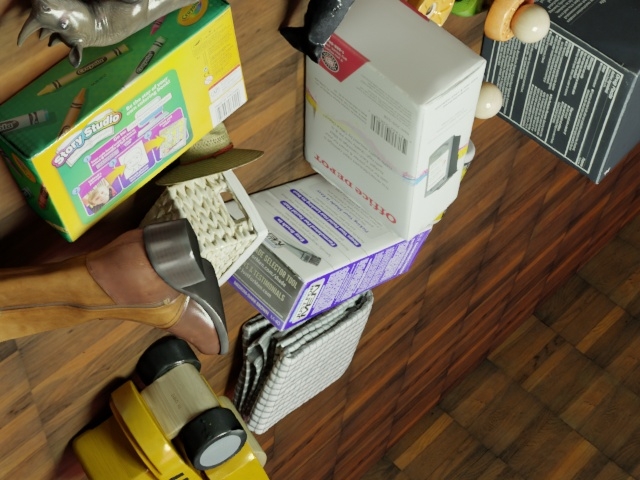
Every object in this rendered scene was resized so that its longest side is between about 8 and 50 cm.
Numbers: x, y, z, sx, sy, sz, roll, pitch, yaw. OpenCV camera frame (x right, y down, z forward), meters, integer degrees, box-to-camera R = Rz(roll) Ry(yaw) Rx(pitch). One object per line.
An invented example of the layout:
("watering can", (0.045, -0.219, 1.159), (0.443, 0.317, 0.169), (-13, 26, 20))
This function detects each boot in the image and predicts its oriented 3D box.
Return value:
("boot", (-0.261, 0.092, 1.255), (0.280, 0.096, 0.264), (-15, 153, 1))

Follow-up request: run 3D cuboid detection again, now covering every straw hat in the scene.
("straw hat", (-0.148, -0.120, 1.331), (0.144, 0.144, 0.061), (-28, 108, -42))

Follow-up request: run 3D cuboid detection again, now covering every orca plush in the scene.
("orca plush", (0.020, -0.369, 1.290), (0.287, 0.102, 0.151), (-52, -156, 30))

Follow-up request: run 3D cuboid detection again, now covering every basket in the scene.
("basket", (-0.165, -0.003, 1.372), (0.103, 0.113, 0.167), (-22, 165, -39))

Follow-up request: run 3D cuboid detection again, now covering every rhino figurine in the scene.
("rhino figurine", (-0.196, -0.248, 1.047), (0.243, 0.073, 0.106), (-37, 151, -26))

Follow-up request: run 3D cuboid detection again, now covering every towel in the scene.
("towel", (-0.042, 0.204, 1.960), (0.283, 0.121, 0.235), (-31, 152, -42))

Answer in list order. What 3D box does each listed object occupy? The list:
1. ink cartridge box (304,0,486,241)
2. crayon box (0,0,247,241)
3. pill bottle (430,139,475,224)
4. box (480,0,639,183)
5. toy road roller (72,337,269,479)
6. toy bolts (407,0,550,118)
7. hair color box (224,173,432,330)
("ink cartridge box", (0.094, -0.180, 1.486), (0.131, 0.226, 0.306), (-39, 156, -22))
("crayon box", (-0.213, -0.145, 1.159), (0.278, 0.081, 0.165), (-42, 155, -19))
("pill bottle", (0.187, -0.103, 1.910), (0.119, 0.119, 0.209), (-23, 145, -47))
("box", (0.451, -0.311, 1.855), (0.182, 0.294, 0.296), (-40, 156, -23))
("toy road roller", (-0.244, 0.332, 1.690), (0.240, 0.202, 0.330), (-34, 150, -7))
("toy bolts", (0.233, -0.298, 1.647), (0.218, 0.158, 0.229), (-27, 147, -44))
("hair color box", (0.000, 0.000, 1.635), (0.338, 0.185, 0.110), (-20, 144, -50))
